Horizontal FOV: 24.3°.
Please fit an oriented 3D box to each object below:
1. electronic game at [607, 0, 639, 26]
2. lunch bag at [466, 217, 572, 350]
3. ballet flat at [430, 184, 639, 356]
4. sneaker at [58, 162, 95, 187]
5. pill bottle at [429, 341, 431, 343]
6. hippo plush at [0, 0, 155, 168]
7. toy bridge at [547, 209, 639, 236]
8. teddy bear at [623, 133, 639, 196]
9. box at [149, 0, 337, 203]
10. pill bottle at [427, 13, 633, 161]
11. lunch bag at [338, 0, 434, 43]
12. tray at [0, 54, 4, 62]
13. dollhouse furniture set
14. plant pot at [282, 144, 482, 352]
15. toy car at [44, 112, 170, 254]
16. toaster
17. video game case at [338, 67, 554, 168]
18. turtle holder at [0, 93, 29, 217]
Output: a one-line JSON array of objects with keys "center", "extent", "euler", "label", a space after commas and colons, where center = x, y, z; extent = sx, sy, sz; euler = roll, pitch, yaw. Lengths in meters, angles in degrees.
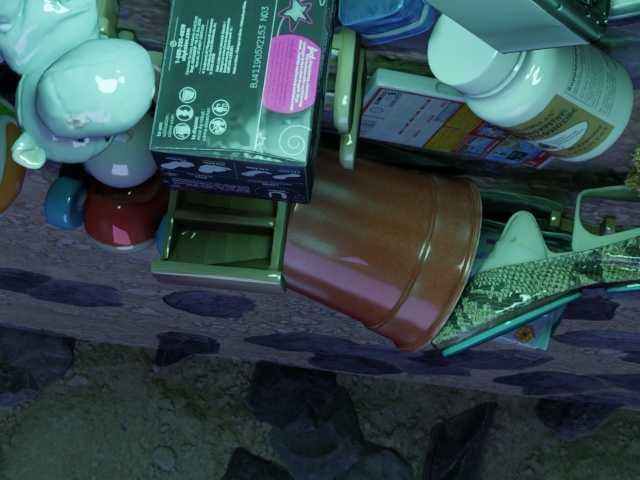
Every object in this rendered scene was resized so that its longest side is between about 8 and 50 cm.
[{"center": [0.285, -0.226, 1.399], "extent": [0.229, 0.048, 0.229], "euler": [-12, -170, 2], "label": "electronic game"}, {"center": [0.285, 0.053, 2.342], "extent": [0.223, 0.160, 0.262], "euler": [11, -159, 16], "label": "lunch bag"}, {"center": [0.374, 0.023, 2.106], "extent": [0.482, 0.182, 0.164], "euler": [-15, 174, 5], "label": "ballet flat"}, {"center": [-0.246, -0.063, 2.294], "extent": [0.295, 0.124, 0.178], "euler": [5, 156, 2], "label": "sneaker"}, {"center": [0.251, 0.096, 2.598], "extent": [0.146, 0.146, 0.264], "euler": [11, 165, -16], "label": "pill bottle"}, {"center": [-0.287, -0.192, 1.472], "extent": [0.234, 0.237, 0.294], "euler": [-11, 177, -38], "label": "hippo plush"}, {"center": [0.448, -0.018, 2.318], "extent": [0.188, 0.026, 0.063], "euler": [6, 168, 1], "label": "toy bridge"}, {"center": [0.514, -0.098, 1.882], "extent": [0.245, 0.113, 0.338], "euler": [12, 174, 9], "label": "teddy bear"}, {"center": [-0.075, -0.177, 1.521], "extent": [0.163, 0.247, 0.142], "euler": [6, 164, 4], "label": "box"}, {"center": [0.227, -0.178, 1.613], "extent": [0.131, 0.131, 0.229], "euler": [-8, 159, 43], "label": "pill bottle"}, {"center": [0.075, -0.248, 1.543], "extent": [0.098, 0.067, 0.065], "euler": [-7, 160, 38], "label": "lunch bag"}, {"center": [-0.457, -0.269, 1.777], "extent": [0.145, 0.030, 0.270], "euler": [5, 165, 9], "label": "tray"}, {"center": [-0.133, -0.109, 1.788], "extent": [0.362, 0.257, 0.394], "euler": [5, 165, 6], "label": "dollhouse furniture set"}, {"center": [0.050, -0.009, 2.129], "extent": [0.265, 0.272, 0.272], "euler": [20, 162, -17], "label": "plant pot"}, {"center": [-0.256, -0.123, 2.034], "extent": [0.219, 0.210, 0.238], "euler": [16, 140, 17], "label": "toy car"}, {"center": [0.178, -0.261, 1.264], "extent": [0.110, 0.168, 0.185], "euler": [-3, 161, 41], "label": "toaster"}, {"center": [0.182, -0.151, 1.887], "extent": [0.285, 0.025, 0.204], "euler": [10, 165, -11], "label": "video game case"}, {"center": [-0.539, -0.114, 1.994], "extent": [0.320, 0.243, 0.227], "euler": [-12, 175, 28], "label": "turtle holder"}]
